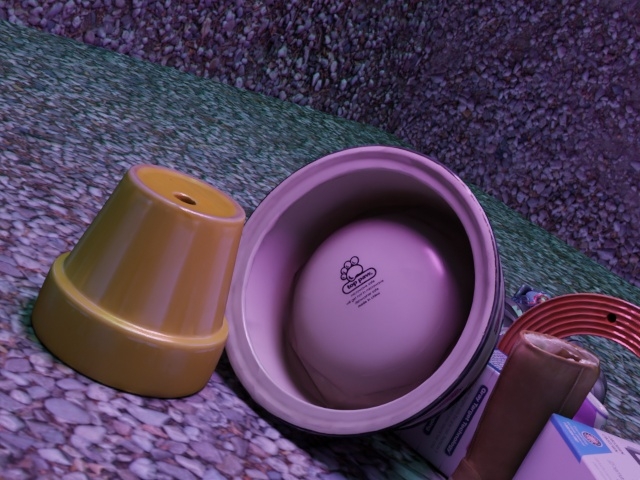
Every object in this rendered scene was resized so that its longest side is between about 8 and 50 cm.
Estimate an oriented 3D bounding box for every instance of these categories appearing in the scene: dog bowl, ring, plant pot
[{"bbox_3d":[0.071,0.082,1.421,0.408,0.408,0.150,35,0,33],"label":"dog bowl"},{"bbox_3d":[0.384,0.240,1.436,0.337,0.336,0.032,35,24,31],"label":"ring"},{"bbox_3d":[-0.219,0.040,1.343,0.254,0.239,0.254,23,16,-7],"label":"plant pot"}]

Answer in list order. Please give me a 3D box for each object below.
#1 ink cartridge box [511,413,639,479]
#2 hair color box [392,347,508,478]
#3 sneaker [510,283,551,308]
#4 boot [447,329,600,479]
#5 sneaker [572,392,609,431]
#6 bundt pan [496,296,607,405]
[{"bbox_3d":[0.379,0.376,1.236,0.270,0.197,0.198,22,16,-16],"label":"ink cartridge box"},{"bbox_3d":[0.164,0.205,1.515,0.347,0.173,0.105,36,17,33],"label":"hair color box"},{"bbox_3d":[0.447,0.165,2.195,0.104,0.125,0.262,22,15,-9],"label":"sneaker"},{"bbox_3d":[0.294,0.265,1.334,0.236,0.269,0.089,15,18,-32],"label":"boot"},{"bbox_3d":[0.323,0.253,1.641,0.282,0.161,0.102,23,17,-5],"label":"sneaker"},{"bbox_3d":[0.376,0.216,1.842,0.331,0.124,0.331,28,19,-10],"label":"bundt pan"}]
